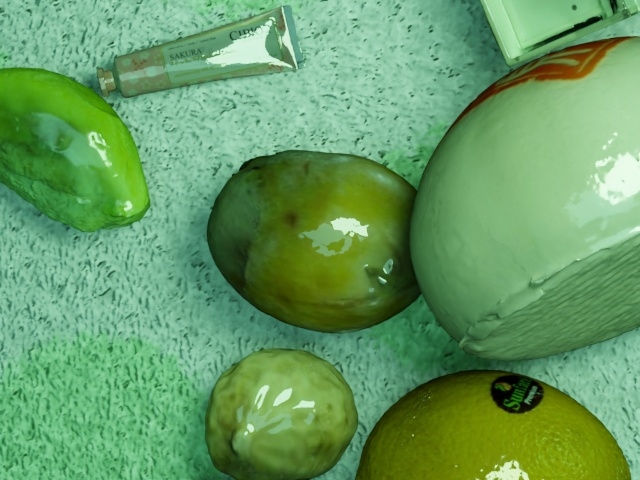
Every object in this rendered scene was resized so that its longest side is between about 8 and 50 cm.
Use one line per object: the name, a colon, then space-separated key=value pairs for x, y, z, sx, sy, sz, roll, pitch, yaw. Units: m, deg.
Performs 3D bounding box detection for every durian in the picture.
durian: x=-0.281 y=-0.101 z=1.755 sx=0.250 sy=0.101 sz=0.139 roll=35 pitch=99 yaw=0

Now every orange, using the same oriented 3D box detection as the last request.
orange: x=0.167 y=0.259 z=1.682 sx=0.274 sy=0.274 sz=0.274 roll=1 pitch=97 yaw=5

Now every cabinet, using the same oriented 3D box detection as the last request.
cabinet: x=0.251 y=-0.273 z=1.615 sx=0.150 sy=0.206 sz=0.145 roll=-20 pitch=95 yaw=37

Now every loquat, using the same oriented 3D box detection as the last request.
loquat: x=0.000 y=0.000 z=1.709 sx=0.227 sy=0.179 sz=0.179 roll=9 pitch=97 yaw=10

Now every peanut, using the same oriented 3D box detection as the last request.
peanut: x=-0.039 y=0.182 z=1.767 sx=0.159 sy=0.109 sz=0.140 roll=1 pitch=106 yaw=-11

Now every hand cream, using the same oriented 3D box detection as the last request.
hand cream: x=-0.124 y=-0.185 z=1.765 sx=0.210 sy=0.043 sz=0.067 roll=-14 pitch=92 yaw=-1

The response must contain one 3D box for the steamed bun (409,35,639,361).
steamed bun: x=0.254 y=-0.054 z=1.599 sx=0.374 sy=0.374 sz=0.241 roll=-21 pitch=73 yaw=7
